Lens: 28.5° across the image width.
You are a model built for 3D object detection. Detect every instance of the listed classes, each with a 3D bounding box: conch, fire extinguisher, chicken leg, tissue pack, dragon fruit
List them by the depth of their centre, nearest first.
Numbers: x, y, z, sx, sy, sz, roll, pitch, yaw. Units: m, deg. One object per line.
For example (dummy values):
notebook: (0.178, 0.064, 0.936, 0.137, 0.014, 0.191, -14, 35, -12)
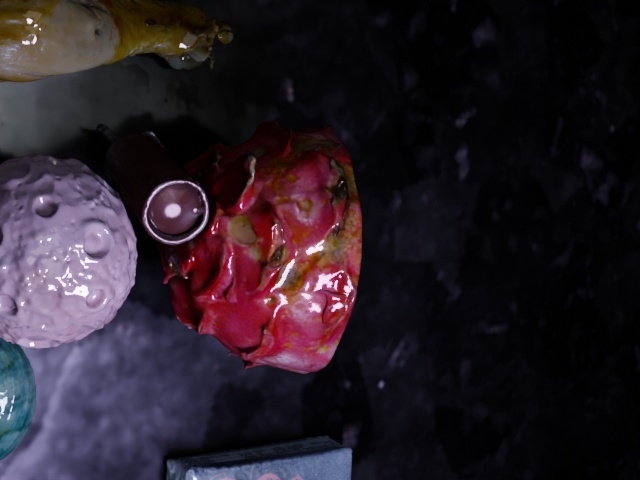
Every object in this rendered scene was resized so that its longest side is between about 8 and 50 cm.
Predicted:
conch: (-0.475, 0.207, 1.692, 0.202, 0.134, 0.196, 26, 70, -38)
fire extinguisher: (-0.241, -0.089, 1.745, 0.104, 0.269, 0.105, -10, 116, -21)
chicken leg: (-0.310, -0.294, 1.754, 0.429, 0.152, 0.201, -3, 111, -43)
dragon fruit: (-0.102, 0.006, 1.804, 0.249, 0.386, 0.371, 5, 111, -25)
tissue pack: (-0.097, 0.448, 2.023, 0.315, 0.103, 0.228, -1, 100, -35)

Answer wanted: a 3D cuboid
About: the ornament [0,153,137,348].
ornament: (-0.361, 0.009, 1.674, 0.225, 0.259, 0.259, -22, 110, -7)
